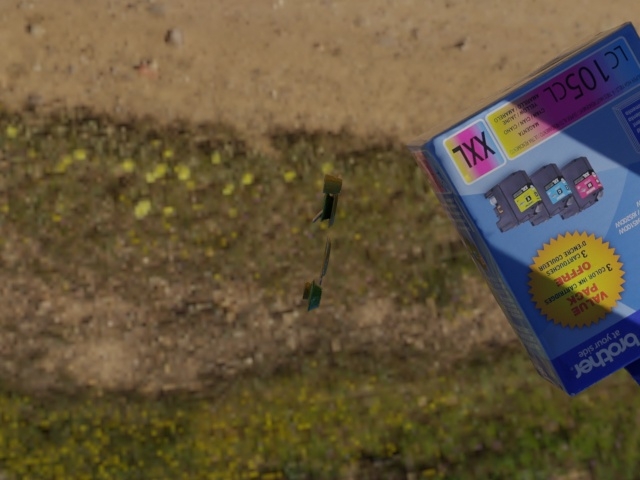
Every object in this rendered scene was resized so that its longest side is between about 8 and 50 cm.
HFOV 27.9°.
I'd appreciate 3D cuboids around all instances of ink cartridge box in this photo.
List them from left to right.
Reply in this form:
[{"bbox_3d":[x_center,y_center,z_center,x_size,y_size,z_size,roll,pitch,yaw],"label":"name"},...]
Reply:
[{"bbox_3d":[0.317,-0.009,1.473,0.270,0.395,0.151,-31,-173,-1],"label":"ink cartridge box"}]

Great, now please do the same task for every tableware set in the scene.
[{"bbox_3d":[0.000,0.000,1.455,0.024,0.154,0.104,11,-170,-3],"label":"tableware set"}]
